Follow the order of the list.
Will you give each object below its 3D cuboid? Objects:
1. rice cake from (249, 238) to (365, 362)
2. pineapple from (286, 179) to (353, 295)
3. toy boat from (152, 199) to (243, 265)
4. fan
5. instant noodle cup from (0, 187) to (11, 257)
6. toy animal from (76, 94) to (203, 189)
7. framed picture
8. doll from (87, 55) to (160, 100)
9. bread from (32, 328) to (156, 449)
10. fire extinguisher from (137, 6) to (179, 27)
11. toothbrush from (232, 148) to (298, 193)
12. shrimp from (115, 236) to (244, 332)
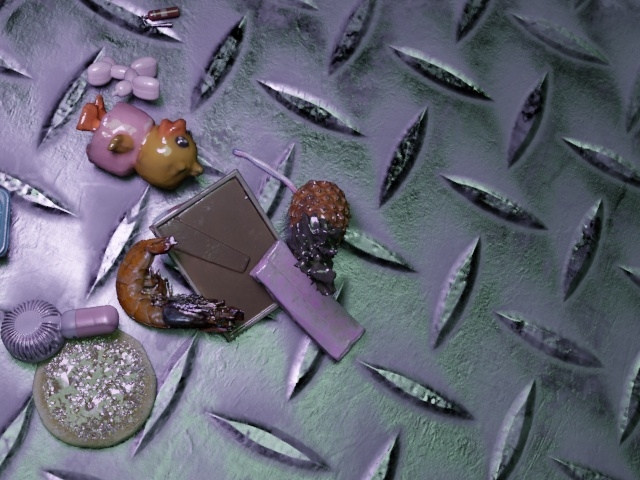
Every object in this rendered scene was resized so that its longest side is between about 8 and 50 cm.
[{"bbox_3d":[-0.029,0.137,1.863,0.298,0.050,0.106,47,73,-14],"label":"rice cake"},{"bbox_3d":[0.000,0.000,1.826,0.141,0.170,0.310,-13,35,10],"label":"pineapple"},{"bbox_3d":[-0.255,-0.026,1.880,0.227,0.085,0.155,-12,78,-13],"label":"toy boat"},{"bbox_3d":[-0.544,0.181,1.761,0.244,0.074,0.130,-7,56,-2],"label":"fan"},{"bbox_3d":[-0.754,-0.033,1.800,0.179,0.070,0.157,1,75,-9],"label":"instant noodle cup"},{"bbox_3d":[-0.392,-0.208,1.866,0.281,0.195,0.169,15,114,-2],"label":"toy animal"},{"bbox_3d":[-0.195,0.035,1.847,0.232,0.024,0.315,-34,104,-11],"label":"framed picture"},{"bbox_3d":[-0.452,-0.378,1.928,0.160,0.059,0.161,-4,45,-15],"label":"doll"},{"bbox_3d":[-0.477,0.309,1.780,0.266,0.040,0.267,3,75,-10],"label":"bread"},{"bbox_3d":[-0.386,-0.530,2.015,0.100,0.032,0.046,-14,113,-13],"label":"fire extinguisher"},{"bbox_3d":[-0.090,-0.142,1.971,0.269,0.021,0.027,32,60,-2],"label":"toothbrush"},{"bbox_3d":[-0.296,0.097,1.789,0.290,0.054,0.222,12,113,6],"label":"shrimp"}]
